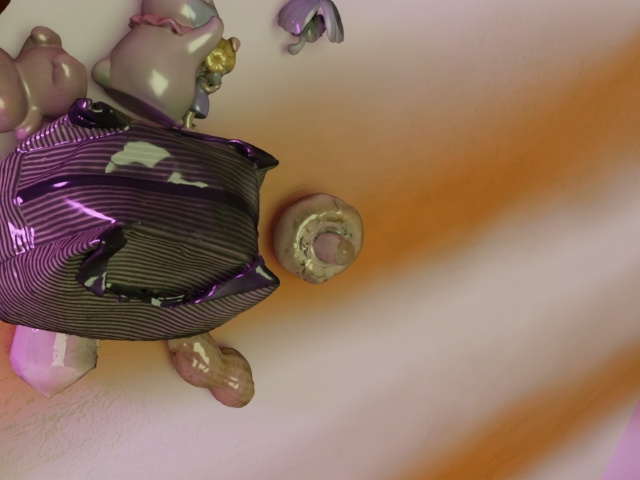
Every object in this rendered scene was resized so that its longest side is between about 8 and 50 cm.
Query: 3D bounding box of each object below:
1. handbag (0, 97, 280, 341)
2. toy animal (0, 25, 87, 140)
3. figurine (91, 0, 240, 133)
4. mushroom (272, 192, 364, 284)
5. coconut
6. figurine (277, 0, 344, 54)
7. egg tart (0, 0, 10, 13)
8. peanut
[{"bbox_3d":[-0.210,-0.015,0.821,0.340,0.240,0.248,14,65,-39],"label":"handbag"},{"bbox_3d":[-0.380,-0.166,0.762,0.212,0.124,0.124,-25,116,-33],"label":"toy animal"},{"bbox_3d":[-0.177,-0.272,0.876,0.155,0.127,0.236,27,83,-19],"label":"figurine"},{"bbox_3d":[0.000,0.000,1.078,0.154,0.122,0.154,-16,118,-31],"label":"mushroom"},{"bbox_3d":[-0.345,0.144,0.879,0.110,0.110,0.125,8,90,-37],"label":"coconut"},{"bbox_3d":[-0.016,-0.329,1.010,0.082,0.086,0.095,56,26,-47],"label":"figurine"},{"bbox_3d":[-0.406,-0.268,0.639,0.215,0.215,0.171,-45,109,-18],"label":"egg tart"},{"bbox_3d":[-0.168,0.193,1.037,0.187,0.082,0.082,43,76,-34],"label":"peanut"}]
